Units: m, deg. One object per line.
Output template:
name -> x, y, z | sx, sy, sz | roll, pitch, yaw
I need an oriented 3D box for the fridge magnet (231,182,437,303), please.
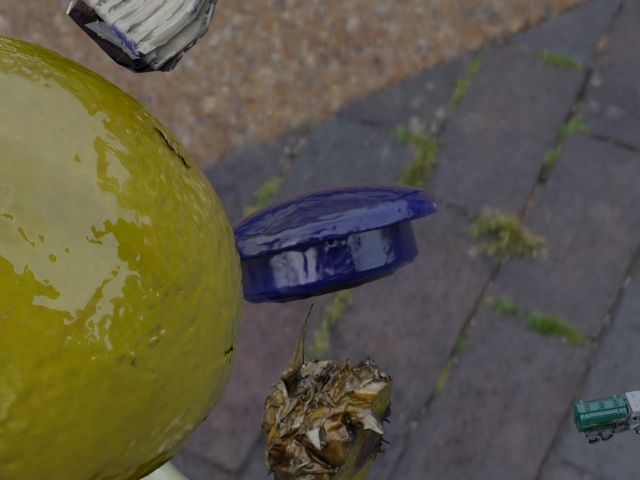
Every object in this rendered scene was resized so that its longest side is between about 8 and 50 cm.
fridge magnet -> 0.000, 0.000, 1.818 | 0.265, 0.265, 0.113 | -15, 91, -15

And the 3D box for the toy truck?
toy truck -> 0.302, 0.180, 1.725 | 0.083, 0.044, 0.039 | -9, 50, -9

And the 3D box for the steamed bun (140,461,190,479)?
steamed bun -> -0.249, 0.429, 1.800 | 0.371, 0.290, 0.456 | -24, 69, -37

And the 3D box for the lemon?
lemon -> -0.163, 0.016, 0.837 | 0.236, 0.263, 0.236 | -8, 65, 17

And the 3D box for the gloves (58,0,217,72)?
gloves -> -0.035, -0.237, 1.048 | 0.312, 0.135, 0.210 | -35, 42, 6

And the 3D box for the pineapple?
pineapple -> -0.018, 0.235, 1.989 | 0.158, 0.334, 0.161 | 40, 65, 10
